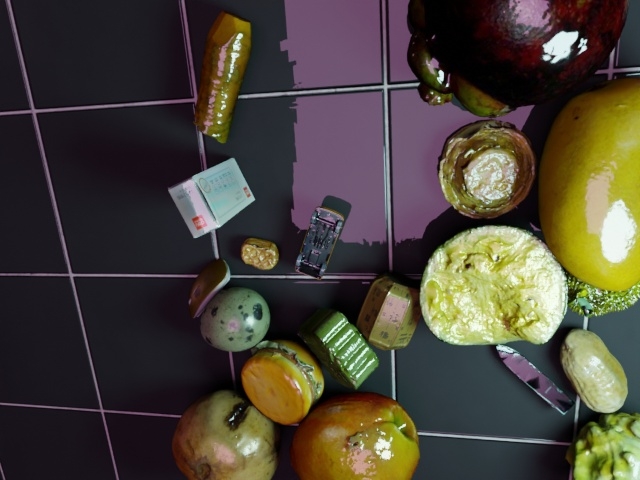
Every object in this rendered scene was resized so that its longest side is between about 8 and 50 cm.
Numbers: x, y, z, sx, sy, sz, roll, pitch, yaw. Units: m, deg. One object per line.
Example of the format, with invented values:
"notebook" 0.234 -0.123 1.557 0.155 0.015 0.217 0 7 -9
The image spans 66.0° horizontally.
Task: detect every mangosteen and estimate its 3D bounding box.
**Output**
"mangosteen" 0.370 -0.445 0.969 0.380 0.421 0.381 2 85 -23

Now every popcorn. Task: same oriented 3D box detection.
"popcorn" 0.770 0.577 1.232 0.335 0.274 0.279 -9 78 55

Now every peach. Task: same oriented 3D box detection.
"peach" 0.091 0.582 1.362 0.372 0.372 0.290 -30 61 19

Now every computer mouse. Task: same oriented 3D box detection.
"computer mouse" -0.333 0.138 1.425 0.045 0.102 0.199 26 117 -38

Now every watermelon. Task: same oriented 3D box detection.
"watermelon" 0.408 0.109 1.212 0.330 0.189 0.331 1 94 10

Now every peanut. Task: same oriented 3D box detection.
"peanut" 0.694 0.329 1.254 0.129 0.129 0.224 -27 99 18

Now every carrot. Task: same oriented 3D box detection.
"carrot" -0.246 -0.402 1.223 0.114 0.114 0.302 21 112 4

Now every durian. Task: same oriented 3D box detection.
"durian" 0.656 0.105 1.173 0.198 0.159 0.146 -12 73 4

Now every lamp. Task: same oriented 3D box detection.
"lamp" 0.185 0.184 1.295 0.161 0.161 0.185 22 104 4

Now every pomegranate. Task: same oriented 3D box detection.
"pomegranate" -0.269 0.596 1.453 0.322 0.322 0.322 3 108 11

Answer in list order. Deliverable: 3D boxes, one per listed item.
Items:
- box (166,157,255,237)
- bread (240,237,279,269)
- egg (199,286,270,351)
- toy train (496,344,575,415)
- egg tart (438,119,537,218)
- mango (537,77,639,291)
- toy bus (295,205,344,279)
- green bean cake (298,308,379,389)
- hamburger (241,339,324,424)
"box" -0.264 -0.115 1.231 0.079 0.269 0.135 -22 103 18
"bread" -0.170 0.039 1.380 0.110 0.044 0.083 15 111 4
"egg" -0.246 0.226 1.388 0.228 0.177 0.177 -27 101 35
"toy train" 0.570 0.363 1.332 0.252 0.048 0.055 42 100 2
"egg tart" 0.398 -0.164 1.170 0.241 0.106 0.241 2 105 8
"mango" 0.614 -0.117 1.041 0.300 0.232 0.446 3 94 -11
"toy bus" 0.000 0.000 1.310 0.083 0.088 0.195 22 112 4
"green bean cake" 0.044 0.284 1.326 0.113 0.214 0.200 -38 99 -17
"hamburger" -0.096 0.384 1.400 0.246 0.170 0.246 14 119 28
